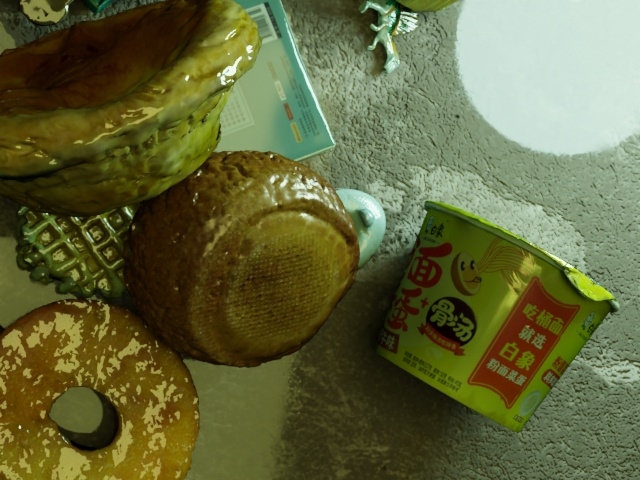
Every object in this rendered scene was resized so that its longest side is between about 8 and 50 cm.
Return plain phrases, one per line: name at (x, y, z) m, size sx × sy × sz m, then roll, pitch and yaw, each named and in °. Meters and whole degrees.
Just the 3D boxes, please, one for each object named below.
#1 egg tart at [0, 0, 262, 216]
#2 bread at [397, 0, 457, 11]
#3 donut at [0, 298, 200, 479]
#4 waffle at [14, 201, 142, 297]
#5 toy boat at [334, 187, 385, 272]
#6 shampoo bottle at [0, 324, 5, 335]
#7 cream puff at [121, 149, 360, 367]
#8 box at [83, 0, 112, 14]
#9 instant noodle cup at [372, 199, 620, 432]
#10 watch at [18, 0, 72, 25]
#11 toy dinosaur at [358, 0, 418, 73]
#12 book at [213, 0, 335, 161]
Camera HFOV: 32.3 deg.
egg tart at (-0.264, -0.148, 1.304) m, size 0.443 × 0.443 × 0.178 m, roll -27°, pitch 116°, yaw -17°
bread at (0.167, -0.467, 1.601) m, size 0.179 × 0.133 × 0.250 m, roll 11°, pitch 76°, yaw -31°
donut at (-0.308, 0.225, 1.415) m, size 0.303 × 0.110 × 0.302 m, roll 3°, pitch 82°, yaw -26°
waffle at (-0.298, -0.031, 1.454) m, size 0.208 × 0.054 × 0.214 m, roll 12°, pitch 85°, yaw -17°
toy boat at (0.000, 0.000, 1.558) m, size 0.208 × 0.079 × 0.134 m, roll -24°, pitch 90°, yaw -15°
shampoo bottle at (-0.508, 0.062, 1.405) m, size 0.236 × 0.067 × 0.068 m, roll 41°, pitch 85°, yaw -10°
cream puff at (-0.111, 0.013, 1.406) m, size 0.303 × 0.212 × 0.303 m, roll -22°, pitch 132°, yaw -26°
box at (-0.324, -0.446, 1.513) m, size 0.161 × 0.042 × 0.226 m, roll -44°, pitch 98°, yaw -15°
instant noodle cup at (0.225, 0.112, 1.514) m, size 0.311 × 0.311 × 0.221 m, roll 29°, pitch 88°, yaw -13°
watch at (-0.246, -0.437, 1.342) m, size 0.335 × 0.327 × 0.314 m, roll -30°, pitch 94°, yaw -17°
toy dinosaur at (0.104, -0.347, 1.639) m, size 0.106 × 0.044 × 0.187 m, roll 28°, pitch 65°, yaw -26°
book at (-0.192, -0.188, 1.538) m, size 0.379 × 0.031 × 0.264 m, roll -21°, pitch 92°, yaw -17°
